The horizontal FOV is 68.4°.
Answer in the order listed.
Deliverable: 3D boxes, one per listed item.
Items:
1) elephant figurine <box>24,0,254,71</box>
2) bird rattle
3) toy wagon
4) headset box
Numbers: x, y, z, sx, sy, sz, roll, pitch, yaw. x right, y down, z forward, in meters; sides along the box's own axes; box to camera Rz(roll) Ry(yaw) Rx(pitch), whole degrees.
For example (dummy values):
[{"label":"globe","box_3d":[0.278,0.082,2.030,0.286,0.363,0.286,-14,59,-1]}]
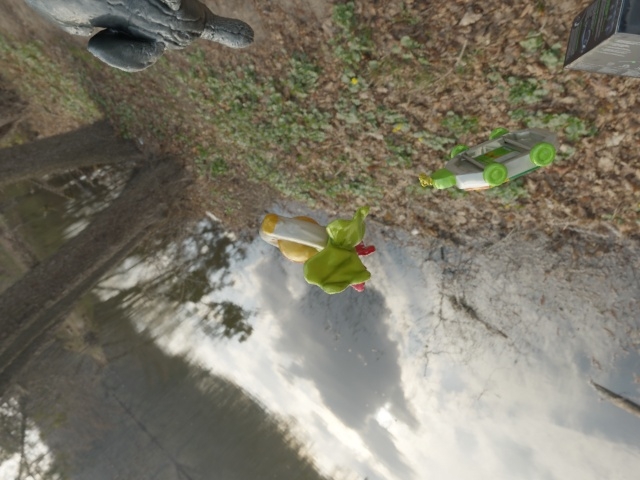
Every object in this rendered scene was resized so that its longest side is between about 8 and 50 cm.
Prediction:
[{"label":"elephant figurine","box_3d":[-0.220,-0.290,0.568,0.239,0.186,0.169,28,162,-2]},{"label":"bird rattle","box_3d":[0.000,0.000,0.804,0.207,0.143,0.253,18,180,1]},{"label":"toy wagon","box_3d":[0.429,-0.205,1.236,0.267,0.344,0.068,-98,-16,-68]},{"label":"headset box","box_3d":[0.704,-0.448,0.997,0.246,0.283,0.131,10,97,7]}]
